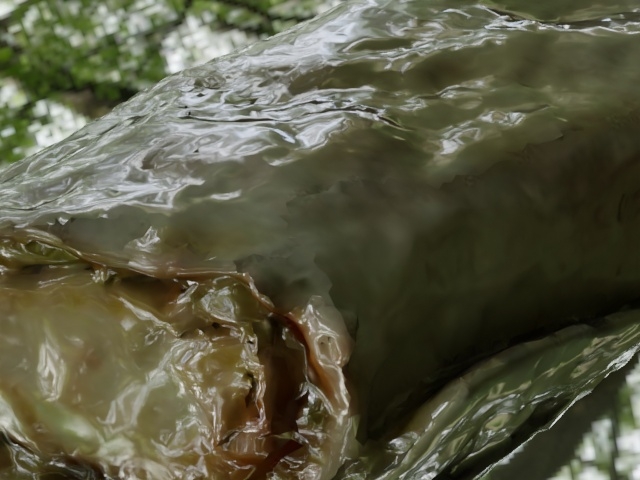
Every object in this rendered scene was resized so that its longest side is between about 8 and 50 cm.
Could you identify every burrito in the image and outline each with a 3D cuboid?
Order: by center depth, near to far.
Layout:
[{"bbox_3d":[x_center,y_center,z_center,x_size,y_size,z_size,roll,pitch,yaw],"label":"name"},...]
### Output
[{"bbox_3d":[0.006,0.001,0.404,0.347,0.175,0.107,-24,-76,-28],"label":"burrito"}]
